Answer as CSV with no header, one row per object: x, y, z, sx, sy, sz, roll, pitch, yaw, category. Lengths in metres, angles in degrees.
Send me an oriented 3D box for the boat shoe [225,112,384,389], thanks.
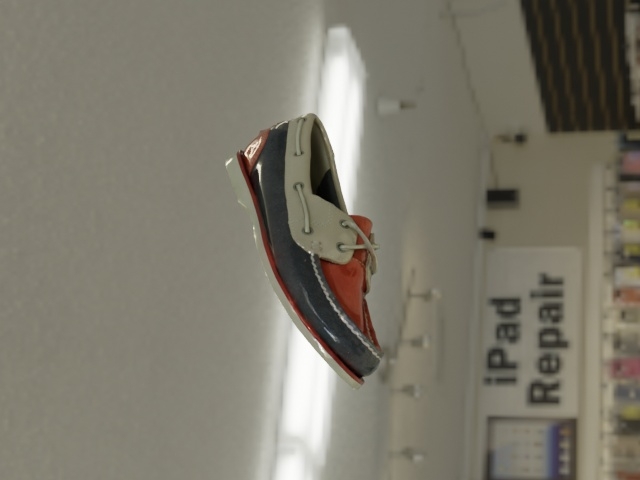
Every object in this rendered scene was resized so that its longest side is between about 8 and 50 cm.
0.000,0.000,0.537,0.049,0.043,0.137,53,-171,-43,boat shoe
